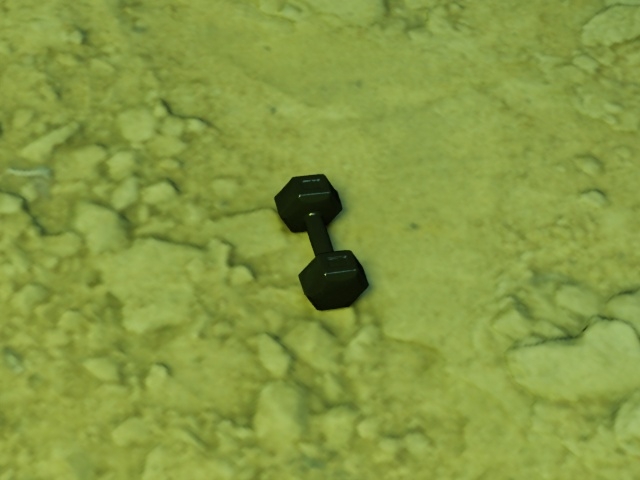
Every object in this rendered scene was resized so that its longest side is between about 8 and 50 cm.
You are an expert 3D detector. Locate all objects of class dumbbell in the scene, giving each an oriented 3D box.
[{"bbox_3d":[0.000,0.000,1.057,0.036,0.040,0.083,-25,54,9],"label":"dumbbell"}]
